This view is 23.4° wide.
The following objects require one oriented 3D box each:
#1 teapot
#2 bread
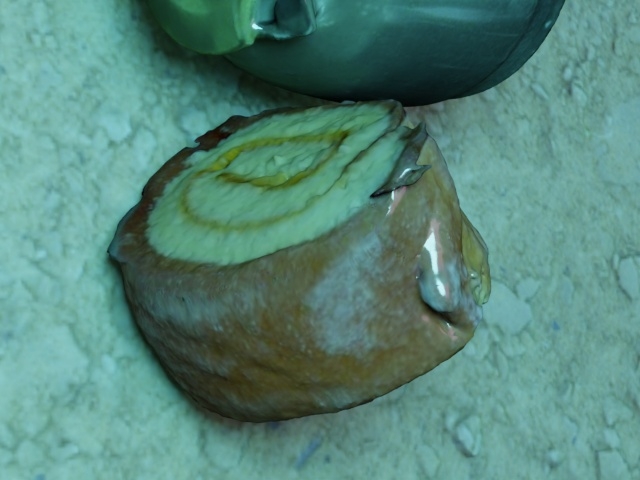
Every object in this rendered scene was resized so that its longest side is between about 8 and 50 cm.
[{"bbox_3d":[-0.011,-0.234,0.958,0.239,0.239,0.321,-13,79,-44],"label":"teapot"},{"bbox_3d":[-0.006,0.008,0.920,0.190,0.244,0.123,-51,121,-32],"label":"bread"}]
